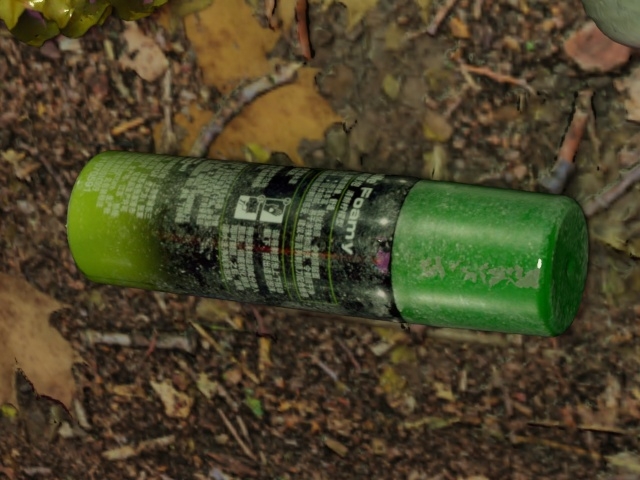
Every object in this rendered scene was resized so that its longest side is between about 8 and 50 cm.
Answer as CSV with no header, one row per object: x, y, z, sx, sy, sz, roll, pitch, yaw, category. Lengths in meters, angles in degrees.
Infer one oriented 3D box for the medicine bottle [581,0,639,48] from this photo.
0.226,-0.170,0.787,0.241,0.241,0.302,-25,102,35,medicine bottle

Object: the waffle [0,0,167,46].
-0.196,-0.266,1.073,0.329,0.062,0.329,11,119,21,waffle

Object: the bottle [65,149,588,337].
0.000,0.000,1.086,0.330,0.093,0.093,6,117,26,bottle
